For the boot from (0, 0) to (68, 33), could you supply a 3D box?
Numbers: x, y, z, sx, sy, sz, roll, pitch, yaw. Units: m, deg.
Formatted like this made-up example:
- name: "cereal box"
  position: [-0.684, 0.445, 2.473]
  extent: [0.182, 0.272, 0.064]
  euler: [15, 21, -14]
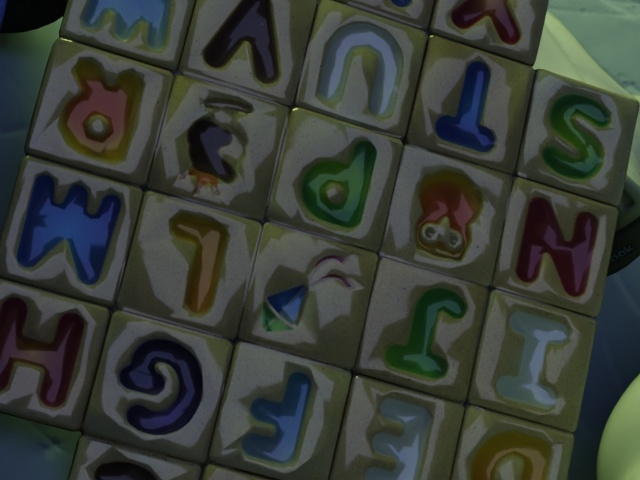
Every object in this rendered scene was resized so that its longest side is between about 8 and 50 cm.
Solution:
- name: "boot"
  position: [-0.201, -0.294, 0.889]
  extent: [0.348, 0.131, 0.260]
  euler: [56, 23, -19]

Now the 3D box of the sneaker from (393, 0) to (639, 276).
- name: "sneaker"
  position: [0.058, -0.101, 0.935]
  extent: [0.297, 0.111, 0.129]
  euler: [39, 40, -8]

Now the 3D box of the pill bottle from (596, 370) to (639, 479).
- name: "pill bottle"
  position: [0.263, 0.097, 0.839]
  extent: [0.210, 0.210, 0.363]
  euler: [45, 53, 3]

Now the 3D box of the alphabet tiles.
- name: "alphabet tiles"
  position: [0.000, 0.000, 0.813]
  extent: [0.285, 0.011, 0.342]
  euler: [17, 76, -13]

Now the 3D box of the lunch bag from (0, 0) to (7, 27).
- name: "lunch bag"
  position: [-0.244, -0.089, 0.626]
  extent: [0.239, 0.328, 0.385]
  euler: [-14, 68, -30]
